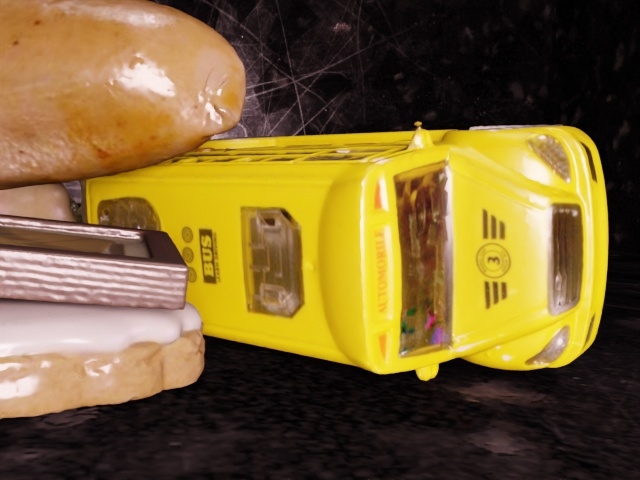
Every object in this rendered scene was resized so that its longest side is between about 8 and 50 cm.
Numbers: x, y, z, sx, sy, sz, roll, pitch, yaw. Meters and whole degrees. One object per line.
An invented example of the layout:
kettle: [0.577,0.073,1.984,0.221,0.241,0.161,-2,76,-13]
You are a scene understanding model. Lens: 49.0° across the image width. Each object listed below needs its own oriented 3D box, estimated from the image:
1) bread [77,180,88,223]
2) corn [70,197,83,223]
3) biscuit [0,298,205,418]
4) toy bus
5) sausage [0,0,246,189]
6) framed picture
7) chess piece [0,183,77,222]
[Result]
bread: [-0.064,-0.027,0.819,0.323,0.143,0.333,4,4,9]
corn: [-0.444,-0.033,0.825,0.319,0.097,0.097,4,4,-33]
biscuit: [-0.169,0.039,0.358,0.208,0.049,0.181,9,4,34]
toy bus: [0.000,0.000,0.452,0.330,0.144,0.152,4,11,37]
sausage: [-0.295,-0.075,0.427,0.500,0.136,0.123,-11,-29,-2]
framed picture: [-0.156,0.005,0.343,0.168,0.023,0.128,6,5,-17]
chess piece: [-0.258,-0.114,0.584,0.138,0.308,0.124,7,5,44]
